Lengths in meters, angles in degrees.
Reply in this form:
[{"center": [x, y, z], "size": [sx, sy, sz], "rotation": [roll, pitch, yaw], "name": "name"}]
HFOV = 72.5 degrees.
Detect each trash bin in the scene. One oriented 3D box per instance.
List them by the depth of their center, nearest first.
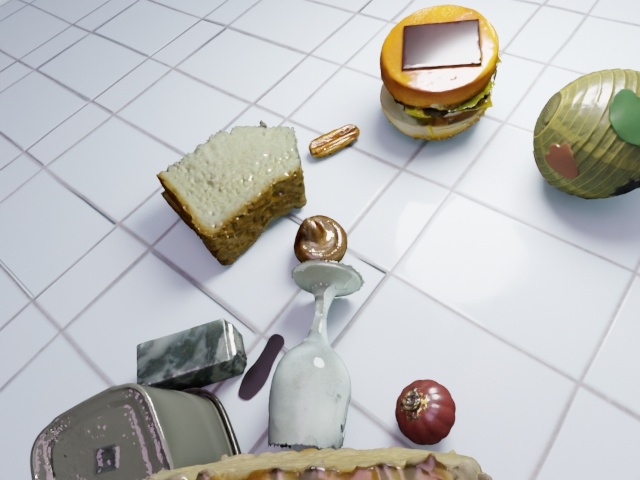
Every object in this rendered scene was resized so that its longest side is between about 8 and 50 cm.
[{"center": [-0.258, 0.327, 0.642], "size": [0.220, 0.250, 0.219], "rotation": [-30, 63, -9], "name": "trash bin"}]

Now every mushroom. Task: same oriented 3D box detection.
[{"center": [-0.003, 0.004, 0.907], "size": [0.109, 0.085, 0.126], "rotation": [29, 59, -12], "name": "mushroom"}]

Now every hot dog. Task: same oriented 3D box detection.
[{"center": [0.037, -0.249, 1.092], "size": [0.144, 0.038, 0.062], "rotation": [-28, 54, -10], "name": "hot dog"}]

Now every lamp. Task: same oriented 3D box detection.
[{"center": [0.165, 0.271, 0.692], "size": [0.101, 0.090, 0.101], "rotation": [-36, 32, 27], "name": "lamp"}, {"center": [0.565, -0.194, 0.845], "size": [0.284, 0.250, 0.250], "rotation": [20, 61, 1], "name": "lamp"}]

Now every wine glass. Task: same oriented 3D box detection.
[{"center": [-0.008, 0.194, 0.748], "size": [0.144, 0.143, 0.321], "rotation": [3, 57, 13], "name": "wine glass"}]

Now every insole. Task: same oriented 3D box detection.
[{"center": [-0.110, 0.236, 0.821], "size": [0.045, 0.002, 0.135], "rotation": [19, 63, 20], "name": "insole"}]

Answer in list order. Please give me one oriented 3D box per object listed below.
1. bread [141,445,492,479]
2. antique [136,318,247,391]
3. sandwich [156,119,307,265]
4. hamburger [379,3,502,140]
[{"center": [0.021, 0.417, 0.453], "size": [0.371, 0.279, 0.389], "rotation": [-8, 74, 7], "name": "bread"}, {"center": [-0.232, 0.218, 0.806], "size": [0.183, 0.088, 0.086], "rotation": [-17, 56, -1], "name": "antique"}, {"center": [-0.176, -0.134, 1.004], "size": [0.325, 0.131, 0.262], "rotation": [-40, 57, -12], "name": "sandwich"}, {"center": [0.273, -0.378, 1.019], "size": [0.291, 0.225, 0.290], "rotation": [-5, 63, 11], "name": "hamburger"}]
